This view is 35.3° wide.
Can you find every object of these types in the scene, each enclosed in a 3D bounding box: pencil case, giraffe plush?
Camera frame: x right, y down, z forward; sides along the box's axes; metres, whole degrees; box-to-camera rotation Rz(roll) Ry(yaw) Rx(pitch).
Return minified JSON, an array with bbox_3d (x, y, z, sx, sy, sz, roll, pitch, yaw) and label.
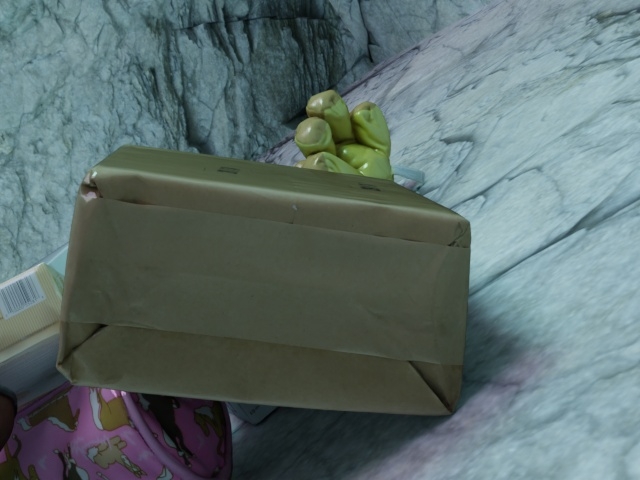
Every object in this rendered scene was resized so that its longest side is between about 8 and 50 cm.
[{"bbox_3d":[-0.266,0.237,0.962,0.386,0.167,0.160,-33,-30,22],"label":"pencil case"},{"bbox_3d":[0.025,-0.104,1.532,0.170,0.210,0.181,-30,36,52],"label":"giraffe plush"}]

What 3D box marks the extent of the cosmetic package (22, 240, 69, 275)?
[{"bbox_3d":[-0.440,0.129,1.825,0.224,0.225,0.138,-27,14,41],"label":"cosmetic package"}]

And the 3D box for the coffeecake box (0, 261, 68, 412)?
[{"bbox_3d":[-0.279,0.100,0.945,0.142,0.068,0.185,-28,-15,-3],"label":"coffeecake box"}]

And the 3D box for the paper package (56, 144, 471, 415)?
[{"bbox_3d":[-0.052,0.023,0.884,0.309,0.168,0.325,7,7,-9],"label":"paper package"}]

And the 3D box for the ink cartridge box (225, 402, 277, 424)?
[{"bbox_3d":[-0.069,0.146,1.088,0.088,0.052,0.122,-39,13,-17],"label":"ink cartridge box"}]

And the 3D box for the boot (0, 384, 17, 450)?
[{"bbox_3d":[-0.320,0.280,0.791,0.264,0.096,0.280,-39,45,18],"label":"boot"}]
